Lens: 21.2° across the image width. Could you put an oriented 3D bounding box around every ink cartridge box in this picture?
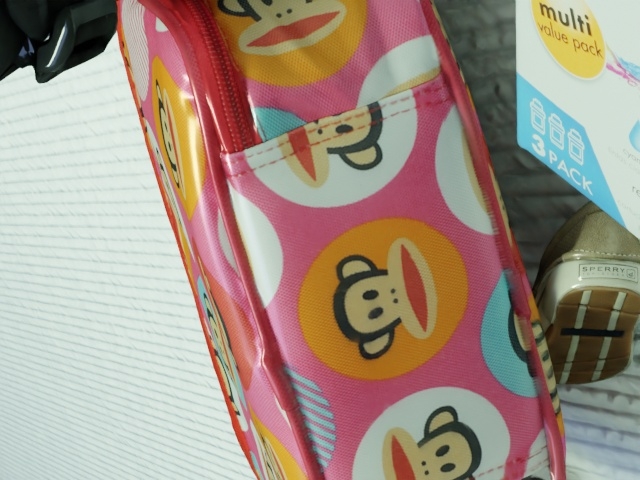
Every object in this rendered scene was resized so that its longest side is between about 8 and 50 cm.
[{"bbox_3d":[0.112,-0.079,0.508,0.104,0.061,0.181,42,154,35],"label":"ink cartridge box"}]

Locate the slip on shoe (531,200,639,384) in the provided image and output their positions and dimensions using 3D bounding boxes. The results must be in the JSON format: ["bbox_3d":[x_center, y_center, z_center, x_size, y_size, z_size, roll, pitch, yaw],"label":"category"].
[{"bbox_3d":[0.106,0.025,0.709,0.135,0.051,0.041,87,-175,-67],"label":"slip on shoe"}]

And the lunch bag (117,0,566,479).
[{"bbox_3d":[0.000,0.000,0.753,0.258,0.120,0.293,-131,23,-70],"label":"lunch bag"}]

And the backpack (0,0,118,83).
[{"bbox_3d":[-0.152,-0.258,0.549,0.273,0.290,0.355,26,141,27],"label":"backpack"}]
